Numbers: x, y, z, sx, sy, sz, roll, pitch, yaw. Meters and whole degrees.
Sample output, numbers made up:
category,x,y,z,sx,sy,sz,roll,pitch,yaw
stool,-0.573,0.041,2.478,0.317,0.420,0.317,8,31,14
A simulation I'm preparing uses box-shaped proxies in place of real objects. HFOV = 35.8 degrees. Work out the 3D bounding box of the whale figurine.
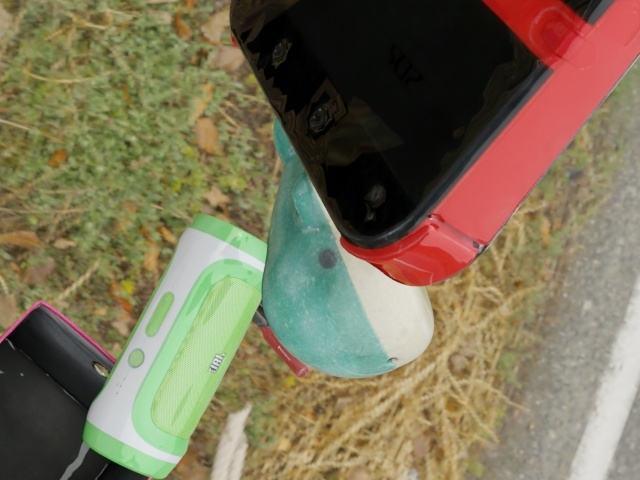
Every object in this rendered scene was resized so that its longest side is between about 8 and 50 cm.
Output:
category,x,y,z,sx,sy,sz,roll,pitch,yaw
whale figurine,0.000,0.000,0.910,0.141,0.272,0.216,-25,153,5

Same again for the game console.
category,x,y,z,sx,sy,sz,roll,pitch,yaw
game console,0.081,-0.194,0.652,0.060,0.387,0.342,23,116,-36

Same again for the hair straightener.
category,x,y,z,sx,sy,sz,roll,pitch,yaw
hair straightener,-0.083,0.125,1.676,0.089,0.230,0.047,-37,166,-47

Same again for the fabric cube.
category,x,y,z,sx,sy,sz,roll,pitch,yaw
fabric cube,-0.377,0.270,1.276,0.254,0.258,0.259,44,60,-10

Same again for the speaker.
category,x,y,z,sx,sy,sz,roll,pitch,yaw
speaker,-0.163,0.123,1.171,0.131,0.131,0.297,34,79,-43
